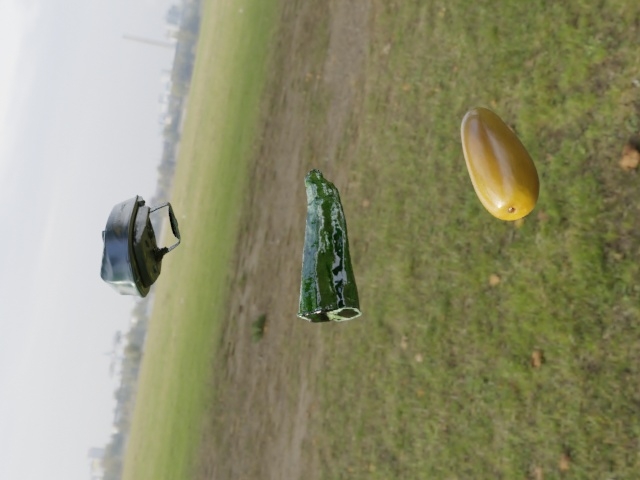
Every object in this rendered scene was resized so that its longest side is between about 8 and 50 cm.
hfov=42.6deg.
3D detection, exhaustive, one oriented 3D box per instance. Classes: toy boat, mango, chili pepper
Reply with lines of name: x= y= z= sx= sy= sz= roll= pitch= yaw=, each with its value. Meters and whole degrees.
toy boat: x=-0.237 y=0.011 z=1.071 sx=0.246 sy=0.103 sz=0.092 roll=-116 pitch=13 yaw=-70
mango: x=0.243 y=-0.113 z=1.130 sx=0.085 sy=0.102 sz=0.184 roll=-28 pitch=60 yaw=28
chili pepper: x=0.000 y=0.000 z=1.126 sx=0.059 sy=0.088 sz=0.226 roll=117 pitch=149 yaw=-62
